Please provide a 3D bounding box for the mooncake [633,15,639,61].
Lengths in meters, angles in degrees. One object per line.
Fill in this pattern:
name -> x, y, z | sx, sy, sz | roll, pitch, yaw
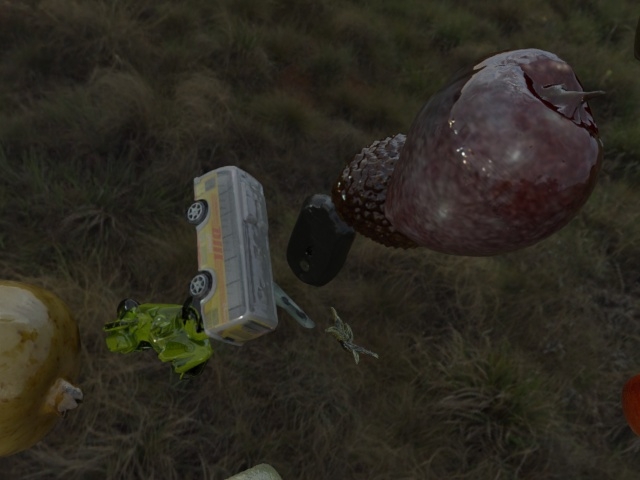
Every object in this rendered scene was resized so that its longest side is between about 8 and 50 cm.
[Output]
mooncake -> 0.746, -0.507, 0.991 | 0.262, 0.467, 0.467 | 26, 43, 22

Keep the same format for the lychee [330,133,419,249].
lychee -> 0.149, -0.093, 1.125 | 0.271, 0.236, 0.236 | -4, 51, -26

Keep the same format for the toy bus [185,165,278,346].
toy bus -> -0.129, 0.014, 0.852 | 0.092, 0.106, 0.268 | 33, 40, -51

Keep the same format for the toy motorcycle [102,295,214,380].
toy motorcycle -> -0.382, 0.240, 1.430 | 0.142, 0.342, 0.206 | 1, 85, -57

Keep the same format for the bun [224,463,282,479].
bun -> -0.185, 0.631, 1.334 | 0.243, 0.244, 0.153 | -12, 62, -31

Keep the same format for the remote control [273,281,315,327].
remote control -> -0.082, 0.146, 1.336 | 0.166, 0.065, 0.029 | 48, 71, -21

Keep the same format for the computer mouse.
computer mouse -> 0.003, -0.002, 1.683 | 0.182, 0.323, 0.116 | 35, 44, 13

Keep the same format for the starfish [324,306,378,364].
starfish -> 0.068, 0.271, 1.629 | 0.176, 0.053, 0.208 | 36, 9, -42

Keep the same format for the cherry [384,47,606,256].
cherry -> 0.190, -0.089, 0.660 | 0.202, 0.300, 0.230 | 33, 46, -20

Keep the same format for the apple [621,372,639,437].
apple -> 0.619, 0.286, 1.020 | 0.163, 0.163, 0.139 | -19, 75, -35

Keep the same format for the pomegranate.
pomegranate -> -0.569, 0.233, 1.025 | 0.342, 0.343, 0.343 | 12, 46, -13
